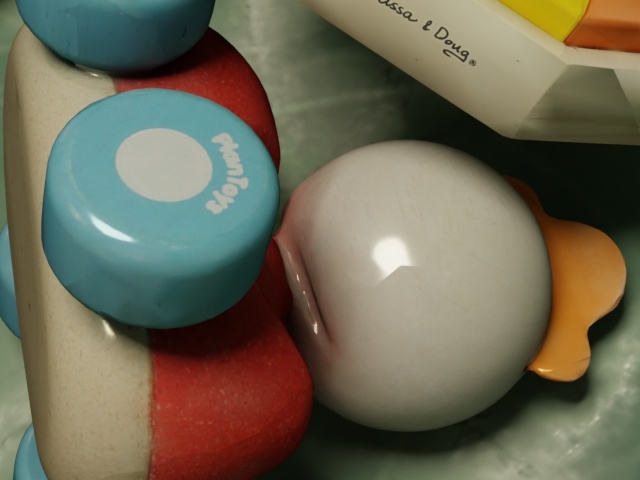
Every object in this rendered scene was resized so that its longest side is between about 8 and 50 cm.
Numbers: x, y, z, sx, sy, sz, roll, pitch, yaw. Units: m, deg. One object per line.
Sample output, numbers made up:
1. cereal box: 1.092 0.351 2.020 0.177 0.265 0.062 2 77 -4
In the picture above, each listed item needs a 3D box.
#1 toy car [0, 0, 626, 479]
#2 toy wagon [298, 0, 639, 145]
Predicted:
1. toy car: 0.000 0.000 0.584 0.238 0.219 0.210 -2 52 -17
2. toy wagon: 0.074 -0.172 0.622 0.267 0.068 0.344 33 40 -5
